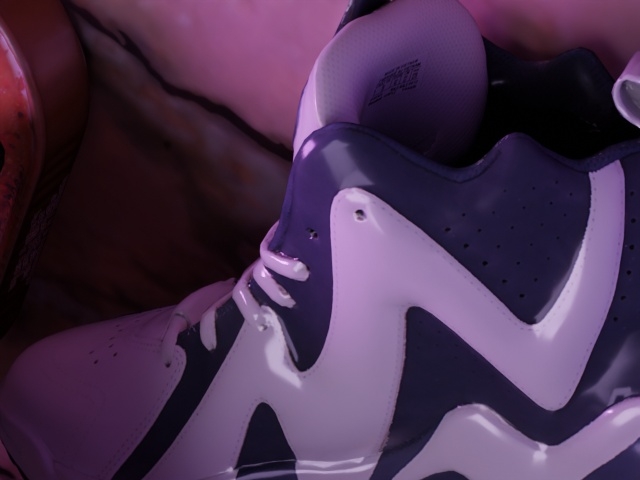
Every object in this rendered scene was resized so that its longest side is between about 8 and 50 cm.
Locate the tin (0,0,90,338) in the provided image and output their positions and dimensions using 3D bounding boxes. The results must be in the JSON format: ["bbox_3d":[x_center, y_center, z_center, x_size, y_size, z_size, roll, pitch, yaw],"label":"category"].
[{"bbox_3d":[-0.138,-0.027,0.554,0.106,0.040,0.190,32,131,4],"label":"tin"}]

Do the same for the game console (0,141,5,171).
[{"bbox_3d":[-0.190,0.133,0.463,0.293,0.250,0.173,-24,117,15],"label":"game console"}]

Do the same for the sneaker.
[{"bbox_3d":[0.000,0.000,0.448,0.235,0.094,0.153,2,119,31],"label":"sneaker"}]
